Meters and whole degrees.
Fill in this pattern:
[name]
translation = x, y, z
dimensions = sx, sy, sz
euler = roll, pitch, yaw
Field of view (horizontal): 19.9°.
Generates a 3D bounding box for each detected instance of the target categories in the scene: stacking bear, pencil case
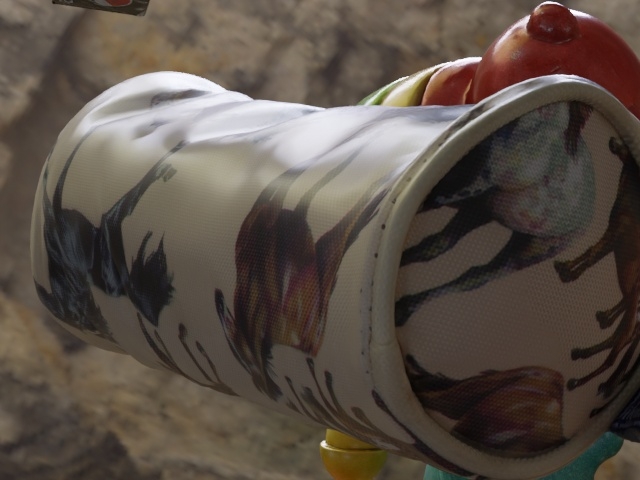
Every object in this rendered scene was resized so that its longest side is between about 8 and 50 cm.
[stacking bear]
translation = 0.096, -0.047, 1.150
dimensions = 0.175, 0.164, 0.289
euler = 57, -40, 4
[pencil case]
translation = 0.000, 0.000, 0.872
dimensions = 0.410, 0.183, 0.160
euler = 10, -67, 60

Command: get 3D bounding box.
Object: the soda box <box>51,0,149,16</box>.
[soda box]
translation = -0.107, -0.211, 0.983
dimensions = 0.060, 0.053, 0.169
euler = 140, -43, -76

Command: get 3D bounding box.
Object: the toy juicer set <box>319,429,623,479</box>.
[toy juicer set]
translation = 0.109, 0.165, 1.356
dimensions = 0.209, 0.089, 0.329
euler = 30, -103, 41
